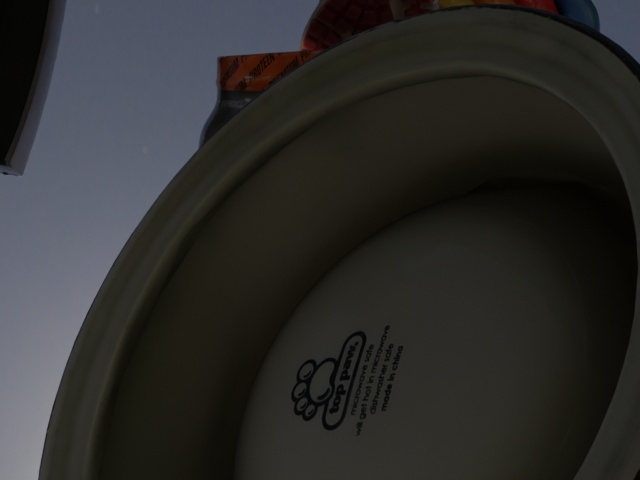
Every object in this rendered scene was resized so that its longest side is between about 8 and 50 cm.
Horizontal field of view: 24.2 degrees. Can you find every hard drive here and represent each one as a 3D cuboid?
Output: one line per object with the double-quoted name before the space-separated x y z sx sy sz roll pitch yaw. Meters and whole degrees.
"hard drive" -0.328 -0.198 1.389 0.172 0.054 0.255 12 -89 -13

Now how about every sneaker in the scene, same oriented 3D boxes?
"sneaker" 0.065 -0.237 1.297 0.120 0.112 0.299 17 -50 -6

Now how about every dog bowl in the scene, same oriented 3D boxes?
"dog bowl" 0.045 0.087 0.768 0.408 0.408 0.150 -37 -49 21

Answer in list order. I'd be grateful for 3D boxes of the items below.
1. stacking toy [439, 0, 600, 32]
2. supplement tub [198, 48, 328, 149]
"stacking toy" 0.112 -0.182 1.498 0.302 0.166 0.175 -20 -35 -25
"supplement tub" 0.000 0.000 1.235 0.193 0.193 0.316 -4 -83 -5
